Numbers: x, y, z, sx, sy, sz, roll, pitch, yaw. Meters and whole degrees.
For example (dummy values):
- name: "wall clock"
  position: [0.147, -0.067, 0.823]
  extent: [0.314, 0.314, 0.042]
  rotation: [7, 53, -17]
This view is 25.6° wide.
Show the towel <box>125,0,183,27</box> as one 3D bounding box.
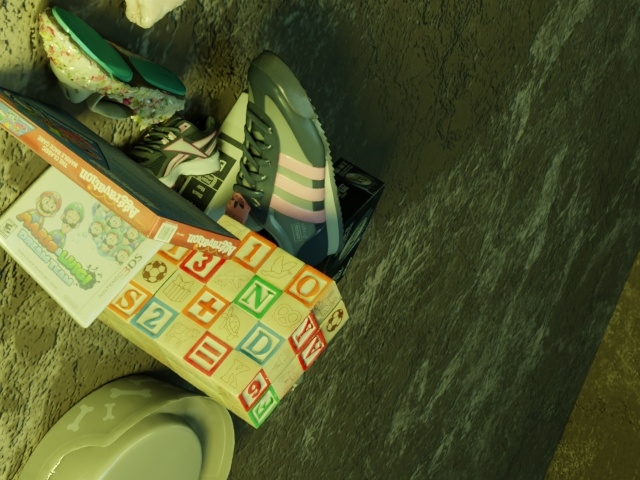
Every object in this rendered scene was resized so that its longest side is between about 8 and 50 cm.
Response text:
- name: "towel"
  position: [-0.104, -0.430, 1.479]
  extent: [0.332, 0.053, 0.317]
  rotation: [-42, 146, -29]

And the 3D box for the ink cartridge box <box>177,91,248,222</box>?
- name: "ink cartridge box"
  position: [-0.133, -0.012, 1.807]
  extent: [0.333, 0.065, 0.165]
  rotation: [-58, 151, -5]

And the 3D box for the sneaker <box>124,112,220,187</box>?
- name: "sneaker"
  position: [-0.185, -0.110, 1.650]
  extent: [0.178, 0.072, 0.077]
  rotation: [-26, 126, -56]

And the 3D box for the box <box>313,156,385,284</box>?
- name: "box"
  position: [0.000, 0.000, 1.941]
  extent: [0.147, 0.077, 0.180]
  rotation: [-45, 163, -53]

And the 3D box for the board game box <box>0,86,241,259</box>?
- name: "board game box"
  position: [-0.217, -0.071, 1.399]
  extent: [0.027, 0.281, 0.145]
  rotation: [-58, 151, 7]

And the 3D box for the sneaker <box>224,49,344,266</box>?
- name: "sneaker"
  position: [-0.059, -0.076, 1.699]
  extent: [0.131, 0.112, 0.319]
  rotation: [-28, 132, -16]

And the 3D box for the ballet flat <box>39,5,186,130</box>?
- name: "ballet flat"
  position: [-0.230, -0.171, 1.500]
  extent: [0.077, 0.091, 0.241]
  rotation: [-41, 150, 14]

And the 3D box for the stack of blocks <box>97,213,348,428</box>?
- name: "stack of blocks"
  position: [-0.138, 0.062, 1.626]
  extent: [0.171, 0.297, 0.087]
  rotation: [-50, 150, -18]

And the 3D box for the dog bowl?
- name: "dog bowl"
  position: [-0.270, 0.334, 1.876]
  extent: [0.348, 0.102, 0.349]
  rotation: [-37, 143, -34]

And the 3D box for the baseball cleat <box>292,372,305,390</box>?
- name: "baseball cleat"
  position: [-0.063, 0.154, 2.061]
  extent: [0.109, 0.072, 0.206]
  rotation: [-66, 154, -1]

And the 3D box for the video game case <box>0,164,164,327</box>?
- name: "video game case"
  position: [-0.266, -0.007, 1.566]
  extent: [0.143, 0.019, 0.157]
  rotation: [-49, 113, -18]
